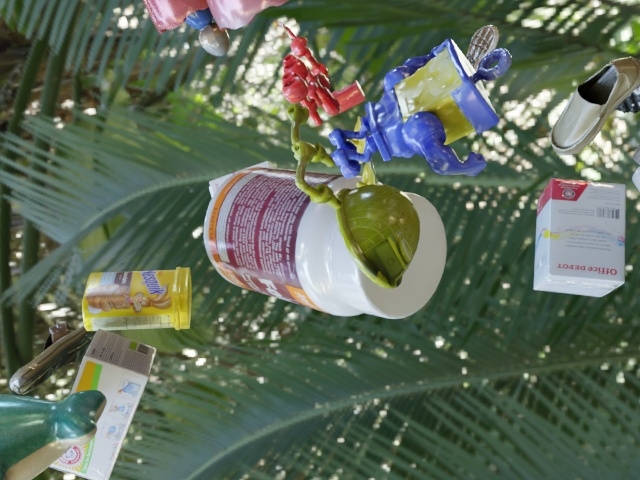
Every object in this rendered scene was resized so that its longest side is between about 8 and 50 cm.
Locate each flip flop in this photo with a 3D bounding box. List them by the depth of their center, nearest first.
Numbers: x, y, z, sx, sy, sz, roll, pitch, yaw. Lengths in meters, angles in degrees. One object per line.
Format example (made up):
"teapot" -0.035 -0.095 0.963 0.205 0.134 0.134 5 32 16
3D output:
"flip flop" -0.548 0.218 1.700 0.277 0.080 0.112 -41 -15 -53

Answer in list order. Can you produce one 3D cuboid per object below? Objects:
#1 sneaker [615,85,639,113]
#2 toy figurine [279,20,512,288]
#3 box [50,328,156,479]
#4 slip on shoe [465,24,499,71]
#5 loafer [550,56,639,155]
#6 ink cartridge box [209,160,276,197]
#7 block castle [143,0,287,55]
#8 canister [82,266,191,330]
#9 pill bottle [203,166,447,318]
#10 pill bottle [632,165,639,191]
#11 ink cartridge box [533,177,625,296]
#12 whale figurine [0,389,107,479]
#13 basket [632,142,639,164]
"sneaker" 0.616 -0.291 1.424 0.078 0.234 0.106 39 -135 -53
"toy figurine" 0.098 -0.144 0.853 0.191 0.217 0.362 54 -163 -32
"box" -0.350 0.265 1.311 0.114 0.103 0.203 -104 36 -73
"slip on shoe" 0.289 -0.328 1.449 0.135 0.041 0.051 111 142 -54
"loafer" 0.331 -0.168 1.014 0.050 0.148 0.056 4 -138 -39
"ink cartridge box" -0.150 -0.090 1.640 0.090 0.143 0.092 6 -115 -83
"block castle" 0.039 -0.353 0.747 0.212 0.453 0.303 58 167 -24
"canister" -0.306 0.100 1.383 0.126 0.170 0.073 -103 12 -61
"pill bottle" 0.000 0.000 1.343 0.224 0.392 0.223 -7 -78 -38
"pill bottle" 0.690 -0.035 1.459 0.278 0.162 0.162 63 -169 24
"ink cartridge box" 0.448 -0.001 1.425 0.127 0.128 0.176 84 -167 -74
"whale figurine" -0.440 0.265 1.137 0.216 0.272 0.141 -94 -19 -69
"basket" 0.542 -0.165 1.090 0.204 0.226 0.154 26 -157 -17
